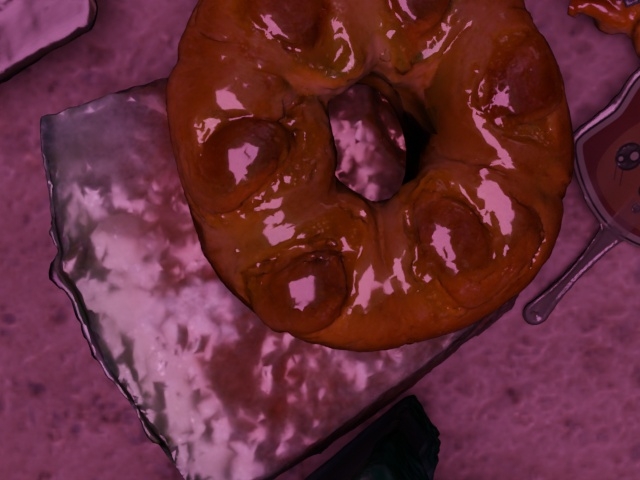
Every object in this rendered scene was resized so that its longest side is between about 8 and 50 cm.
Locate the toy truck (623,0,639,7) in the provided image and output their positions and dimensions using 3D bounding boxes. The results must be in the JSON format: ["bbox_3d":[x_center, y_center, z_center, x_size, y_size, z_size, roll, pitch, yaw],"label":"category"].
[{"bbox_3d":[0.286,-0.266,0.714,0.338,0.133,0.184,-18,92,2],"label":"toy truck"}]

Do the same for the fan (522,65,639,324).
[{"bbox_3d":[0.207,-0.025,0.810,0.132,0.009,0.220,37,106,-14],"label":"fan"}]

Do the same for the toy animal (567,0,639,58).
[{"bbox_3d":[0.199,-0.154,0.786,0.083,0.060,0.081,14,99,12],"label":"toy animal"}]

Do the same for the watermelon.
[{"bbox_3d":[-0.008,0.004,0.793,0.302,0.151,0.264,-25,91,-10],"label":"watermelon"}]

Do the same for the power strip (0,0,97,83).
[{"bbox_3d":[-0.298,-0.191,0.809,0.257,0.092,0.251,-27,97,9],"label":"power strip"}]

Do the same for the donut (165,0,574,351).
[{"bbox_3d":[0.026,-0.052,0.667,0.226,0.114,0.227,1,86,-9],"label":"donut"}]

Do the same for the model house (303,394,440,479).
[{"bbox_3d":[0.041,0.269,0.737,0.230,0.280,0.249,-42,86,10],"label":"model house"}]
